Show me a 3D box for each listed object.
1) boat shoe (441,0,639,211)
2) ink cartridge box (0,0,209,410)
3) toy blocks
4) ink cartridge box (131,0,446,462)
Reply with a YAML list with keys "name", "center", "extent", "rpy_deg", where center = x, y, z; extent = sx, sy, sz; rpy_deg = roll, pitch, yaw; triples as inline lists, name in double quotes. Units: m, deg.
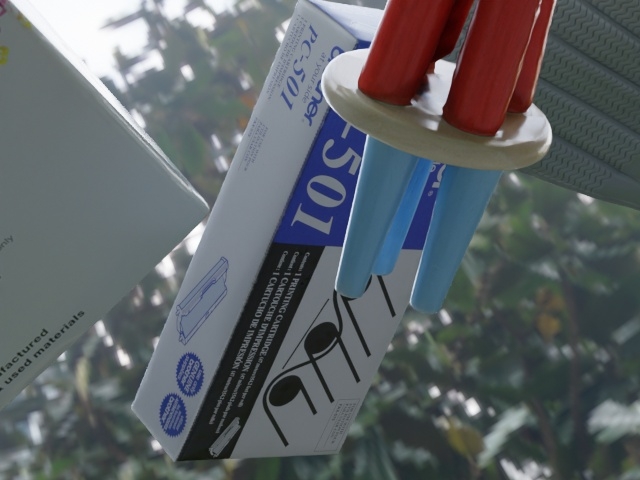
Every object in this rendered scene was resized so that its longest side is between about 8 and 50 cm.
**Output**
- name: "boat shoe"
  center: [0.106, -0.058, 0.623]
  extent: [0.083, 0.076, 0.226]
  rpy_deg: [-31, -44, 27]
- name: "ink cartridge box"
  center: [-0.138, -0.040, 0.414]
  extent: [0.127, 0.128, 0.176]
  rpy_deg: [-42, -37, -2]
- name: "toy blocks"
  center: [0.066, -0.049, 0.399]
  extent: [0.123, 0.054, 0.148]
  rpy_deg: [7, -63, -20]
- name: "ink cartridge box"
  center: [0.000, 0.000, 0.797]
  extent: [0.097, 0.046, 0.207]
  rpy_deg: [2, -60, -41]
